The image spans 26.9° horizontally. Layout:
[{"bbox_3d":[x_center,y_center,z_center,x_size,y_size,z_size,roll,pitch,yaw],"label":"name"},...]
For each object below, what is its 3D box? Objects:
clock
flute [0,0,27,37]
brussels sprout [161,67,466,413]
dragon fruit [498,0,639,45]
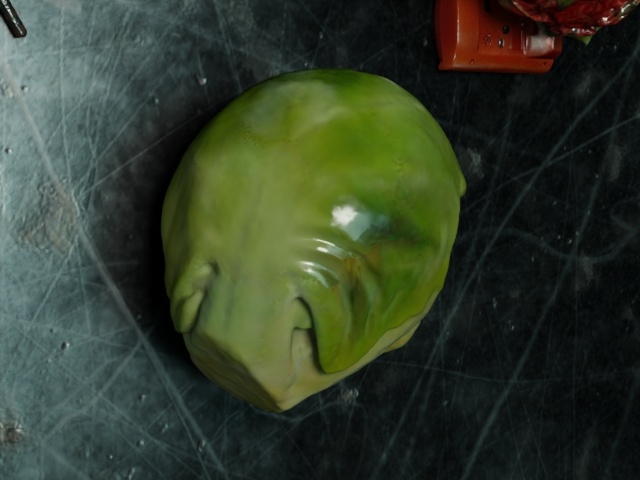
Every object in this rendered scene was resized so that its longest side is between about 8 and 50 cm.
[{"bbox_3d":[0.204,-0.249,1.527,0.155,0.061,0.113,-3,95,-31],"label":"clock"},{"bbox_3d":[-0.334,-0.300,1.195,0.014,0.014,0.269,-38,113,-25],"label":"flute"},{"bbox_3d":[0.000,0.000,1.291,0.344,0.268,0.344,-10,107,-34],"label":"brussels sprout"},{"bbox_3d":[0.251,-0.359,1.414,0.244,0.244,0.299,-8,78,-33],"label":"dragon fruit"}]
